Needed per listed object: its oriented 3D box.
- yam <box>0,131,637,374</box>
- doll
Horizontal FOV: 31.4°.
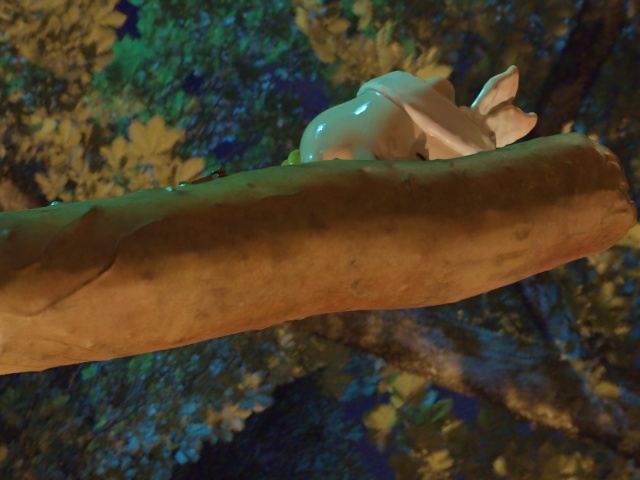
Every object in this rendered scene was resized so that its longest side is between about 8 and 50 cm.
[{"bbox_3d":[0.000,0.000,0.370,0.241,0.057,0.057,-10,-114,-26],"label":"yam"},{"bbox_3d":[0.030,-0.027,0.465,0.073,0.127,0.084,57,-165,-14],"label":"doll"}]
